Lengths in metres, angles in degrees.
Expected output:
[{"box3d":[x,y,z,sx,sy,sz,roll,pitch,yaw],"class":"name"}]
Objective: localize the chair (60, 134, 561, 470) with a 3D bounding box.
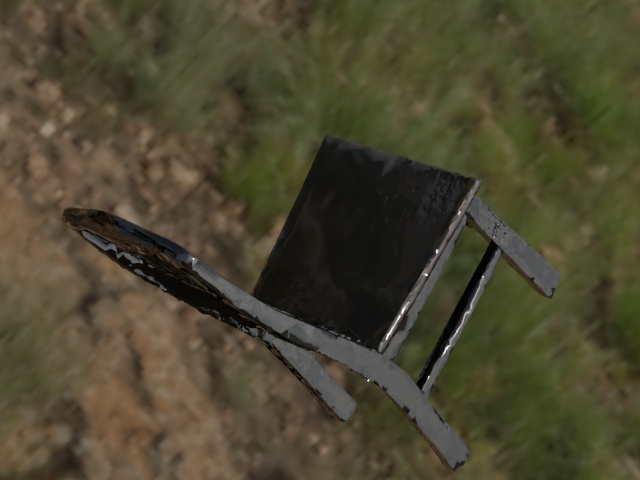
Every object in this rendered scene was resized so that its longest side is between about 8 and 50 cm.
[{"box3d":[0.000,0.000,0.763,0.084,0.101,0.212,18,-16,41],"class":"chair"}]
